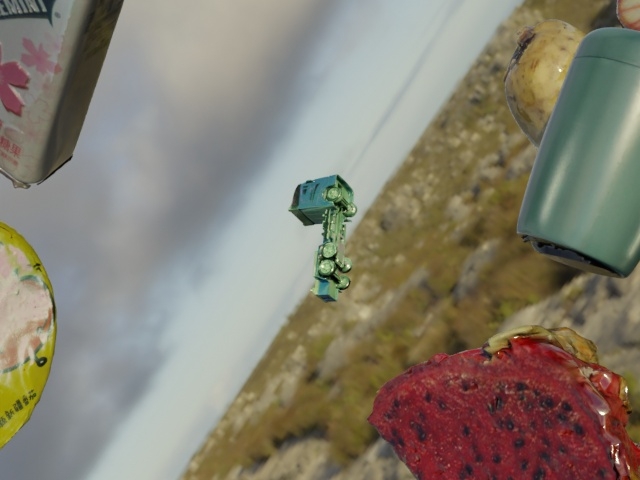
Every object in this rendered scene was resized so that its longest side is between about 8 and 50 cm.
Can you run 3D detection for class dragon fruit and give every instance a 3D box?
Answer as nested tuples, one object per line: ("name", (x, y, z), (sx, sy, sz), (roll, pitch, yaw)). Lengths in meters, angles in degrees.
("dragon fruit", (0.215, 0.180, 1.024), (0.152, 0.317, 0.205), (-7, -46, -40))

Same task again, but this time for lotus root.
("lotus root", (0.340, -0.152, 1.504), (0.146, 0.284, 0.160), (-41, 8, 42))

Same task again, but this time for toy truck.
("toy truck", (0.000, 0.000, 1.623), (0.067, 0.081, 0.175), (42, -133, -55))

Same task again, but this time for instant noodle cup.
("instant noodle cup", (-0.525, 0.108, 1.444), (0.325, 0.254, 0.325), (-18, -67, -51))

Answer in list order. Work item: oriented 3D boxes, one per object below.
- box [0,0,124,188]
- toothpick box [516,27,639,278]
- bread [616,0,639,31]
("box", (-0.322, -0.229, 1.259), (0.112, 0.190, 0.370), (-49, -7, -43))
("toothpick box", (0.233, -0.065, 0.945), (0.120, 0.120, 0.184), (119, 173, -87))
("bread", (0.443, -0.234, 1.088), (0.327, 0.114, 0.295), (-21, 28, 28))
